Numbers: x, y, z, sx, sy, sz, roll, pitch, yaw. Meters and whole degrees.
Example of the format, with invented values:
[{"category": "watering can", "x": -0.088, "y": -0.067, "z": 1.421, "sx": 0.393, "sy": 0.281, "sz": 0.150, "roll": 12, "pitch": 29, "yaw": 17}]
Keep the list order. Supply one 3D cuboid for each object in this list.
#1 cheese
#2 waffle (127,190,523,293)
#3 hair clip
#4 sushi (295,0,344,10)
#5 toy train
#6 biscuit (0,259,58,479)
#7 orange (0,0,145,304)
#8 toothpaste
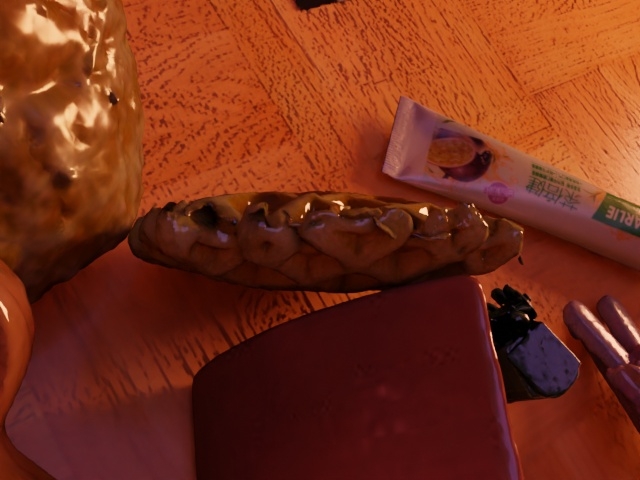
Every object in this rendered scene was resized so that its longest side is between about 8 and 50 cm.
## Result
[{"category": "cheese", "x": 0.049, "y": 0.108, "z": 0.422, "sx": 0.202, "sy": 0.177, "sz": 0.128, "roll": 5, "pitch": 63, "yaw": -21}, {"category": "waffle", "x": 0.000, "y": 0.000, "z": 0.451, "sx": 0.213, "sy": 0.208, "sz": 0.054, "roll": 2, "pitch": 92, "yaw": -12}, {"category": "hair clip", "x": 0.274, "y": 0.156, "z": 0.556, "sx": 0.137, "sy": 0.090, "sz": 0.279, "roll": -5, "pitch": 67, "yaw": -37}, {"category": "sushi", "x": 0.018, "y": -0.334, "z": 0.721, "sx": 0.219, "sy": 0.047, "sz": 0.231, "roll": -24, "pitch": 76, "yaw": -32}, {"category": "toy train", "x": 0.119, "y": 0.069, "z": 0.500, "sx": 0.038, "sy": 0.148, "sz": 0.071, "roll": -33, "pitch": 78, "yaw": -5}, {"category": "biscuit", "x": -0.247, "y": 0.083, "z": 0.300, "sx": 0.355, "sy": 0.052, "sz": 0.275, "roll": 45, "pitch": 88, "yaw": -11}, {"category": "orange", "x": -0.245, "y": -0.131, "z": 0.399, "sx": 0.270, "sy": 0.210, "sz": 0.369, "roll": -23, "pitch": 77, "yaw": -20}, {"category": "toothpaste", "x": 0.199, "y": -0.028, "z": 0.646, "sx": 0.314, "sy": 0.056, "sz": 0.058, "roll": 22, "pitch": 17, "yaw": -9}]
